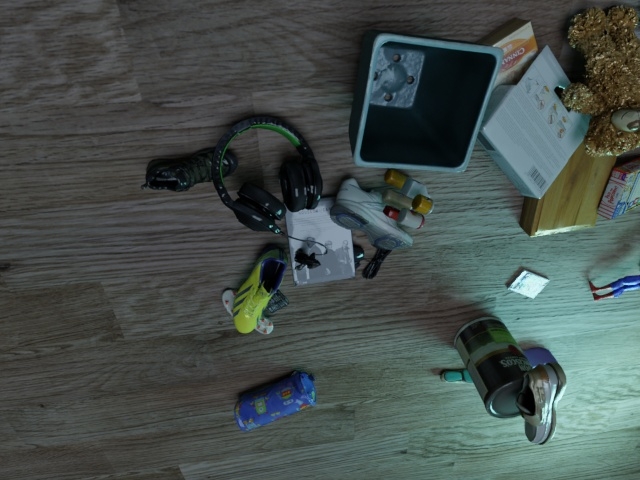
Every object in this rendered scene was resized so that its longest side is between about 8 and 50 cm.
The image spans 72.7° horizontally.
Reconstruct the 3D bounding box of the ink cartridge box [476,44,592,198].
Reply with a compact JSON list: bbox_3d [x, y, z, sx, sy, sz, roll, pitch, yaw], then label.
[{"bbox_3d":[0.513,-0.276,1.045,0.275,0.060,0.239,37,88,-28],"label":"ink cartridge box"}]

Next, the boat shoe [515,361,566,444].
[{"bbox_3d":[0.646,0.496,1.316,0.103,0.113,0.303,-5,114,-4],"label":"boat shoe"}]

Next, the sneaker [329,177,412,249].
[{"bbox_3d":[0.156,-0.064,1.176,0.110,0.130,0.297,-12,146,44],"label":"sneaker"}]

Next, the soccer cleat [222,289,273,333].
[{"bbox_3d":[-0.230,0.224,1.353,0.196,0.076,0.068,43,77,-15],"label":"soccer cleat"}]

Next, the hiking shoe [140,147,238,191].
[{"bbox_3d":[-0.309,-0.156,1.046,0.226,0.114,0.086,-12,126,-1],"label":"hiking shoe"}]

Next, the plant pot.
[{"bbox_3d":[0.186,-0.318,0.929,0.246,0.252,0.248,2,124,-10],"label":"plant pot"}]

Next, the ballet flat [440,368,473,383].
[{"bbox_3d":[0.547,0.534,1.701,0.168,0.057,0.052,6,151,-9],"label":"ballet flat"}]

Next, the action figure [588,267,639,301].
[{"bbox_3d":[1.065,0.109,1.471,0.280,0.139,0.091,-17,132,30],"label":"action figure"}]

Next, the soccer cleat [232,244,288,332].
[{"bbox_3d":[-0.177,0.150,1.241,0.093,0.121,0.289,21,104,-22],"label":"soccer cleat"}]

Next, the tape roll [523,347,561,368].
[{"bbox_3d":[0.839,0.515,1.708,0.188,0.080,0.189,-5,124,-7],"label":"tape roll"}]

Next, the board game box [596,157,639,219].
[{"bbox_3d":[0.885,-0.155,1.234,0.193,0.045,0.147,-19,128,-24],"label":"board game box"}]

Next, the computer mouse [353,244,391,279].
[{"bbox_3d":[0.091,0.028,1.268,0.261,0.060,0.184,19,120,-21],"label":"computer mouse"}]

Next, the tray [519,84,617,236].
[{"bbox_3d":[0.693,-0.208,1.194,0.202,0.076,0.412,-9,124,-3],"label":"tray"}]

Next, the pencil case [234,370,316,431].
[{"bbox_3d":[-0.162,0.576,1.568,0.305,0.133,0.119,-26,164,10],"label":"pencil case"}]

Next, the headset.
[{"bbox_3d":[-0.107,-0.103,1.075,0.243,0.185,0.395,-32,101,-15],"label":"headset"}]

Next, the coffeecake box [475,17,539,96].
[{"bbox_3d":[0.438,-0.395,1.028,0.142,0.068,0.186,-31,124,12],"label":"coffeecake box"}]

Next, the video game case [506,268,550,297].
[{"bbox_3d":[0.706,0.148,1.476,0.121,0.011,0.087,19,119,-20],"label":"video game case"}]

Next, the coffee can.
[{"bbox_3d":[0.605,0.430,1.492,0.201,0.276,0.202,-4,125,-6],"label":"coffee can"}]

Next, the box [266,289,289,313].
[{"bbox_3d":[-0.149,0.185,1.363,0.067,0.018,0.083,-30,123,12],"label":"box"}]

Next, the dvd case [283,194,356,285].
[{"bbox_3d":[0.000,0.000,1.206,0.179,0.029,0.239,-7,104,-4],"label":"dvd case"}]

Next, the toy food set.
[{"bbox_3d":[0.234,-0.093,1.096,0.104,0.232,0.111,19,106,-21],"label":"toy food set"}]

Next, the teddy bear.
[{"bbox_3d":[0.668,-0.366,0.982,0.244,0.113,0.339,7,88,-17],"label":"teddy bear"}]
